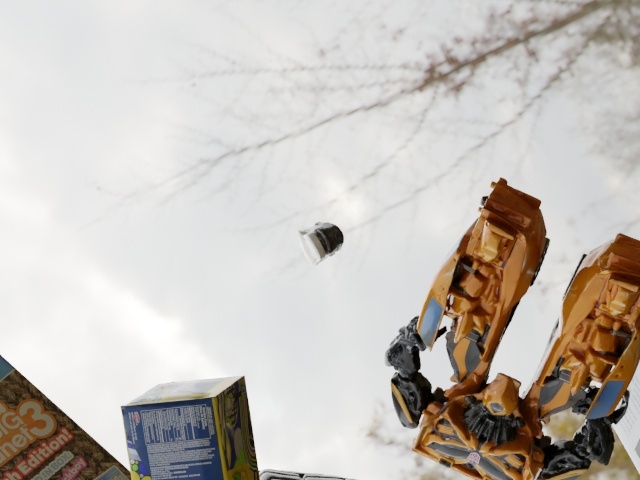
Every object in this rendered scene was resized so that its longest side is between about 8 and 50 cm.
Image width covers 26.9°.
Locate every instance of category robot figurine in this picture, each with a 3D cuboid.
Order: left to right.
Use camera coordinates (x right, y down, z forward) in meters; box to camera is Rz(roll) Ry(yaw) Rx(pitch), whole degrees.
[{"bbox_3d":[0.159,0.099,1.096,0.211,0.291,0.085,23,-142,10],"label":"robot figurine"}]

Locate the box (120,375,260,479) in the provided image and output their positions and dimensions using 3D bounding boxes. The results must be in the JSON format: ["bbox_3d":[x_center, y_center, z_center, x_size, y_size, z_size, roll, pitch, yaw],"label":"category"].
[{"bbox_3d":[-0.061,0.161,0.714,0.059,0.054,0.168,-25,-72,-76],"label":"box"}]

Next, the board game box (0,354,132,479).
[{"bbox_3d":[-0.284,0.298,1.324,0.291,0.232,0.141,41,-130,8],"label":"board game box"}]

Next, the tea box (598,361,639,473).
[{"bbox_3d":[0.599,0.245,1.819,0.324,0.220,0.329,20,-162,-12],"label":"tea box"}]

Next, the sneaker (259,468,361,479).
[{"bbox_3d":[-0.028,0.320,1.446,0.125,0.341,0.139,11,-103,-10],"label":"sneaker"}]

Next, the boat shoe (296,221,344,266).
[{"bbox_3d":[0.000,0.000,1.519,0.046,0.038,0.125,62,172,1],"label":"boat shoe"}]
